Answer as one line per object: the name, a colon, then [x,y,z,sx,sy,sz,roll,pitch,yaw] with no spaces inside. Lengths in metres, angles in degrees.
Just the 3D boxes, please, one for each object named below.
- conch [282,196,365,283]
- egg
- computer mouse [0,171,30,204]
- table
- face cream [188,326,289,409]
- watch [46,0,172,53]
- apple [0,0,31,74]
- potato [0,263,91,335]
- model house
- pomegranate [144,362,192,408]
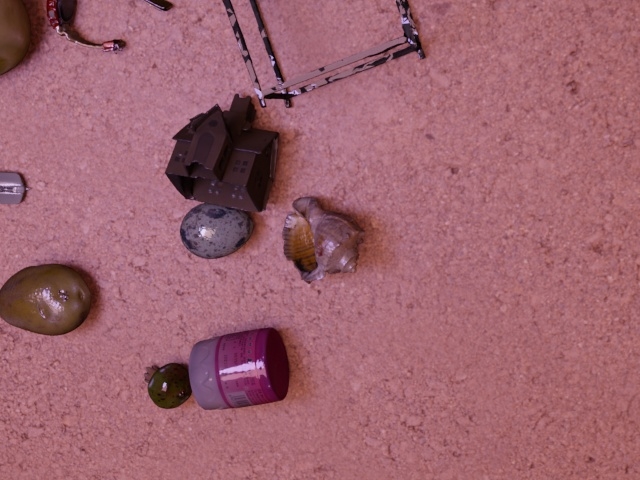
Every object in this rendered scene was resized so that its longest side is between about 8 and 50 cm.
conch: [0.000,0.000,1.576,0.178,0.163,0.245,-40,61,0]
egg: [-0.239,-0.025,1.626,0.172,0.132,0.133,-8,99,4]
computer mouse: [-0.818,-0.132,1.764,0.181,0.056,0.089,5,106,10]
table: [0.009,-0.455,1.446,0.334,0.222,0.273,-18,96,15]
face cream: [-0.189,0.304,1.657,0.194,0.175,0.175,-11,99,12]
watch: [-0.489,-0.515,1.612,0.268,0.102,0.165,21,111,-2]
apple: [-0.806,-0.497,1.598,0.295,0.233,0.258,-29,88,13]
potato: [-0.692,0.149,1.743,0.251,0.159,0.175,-6,76,21]
model house: [-0.206,-0.222,1.541,0.211,0.204,0.244,11,69,12]
pomegranate: [-0.384,0.353,1.750,0.142,0.114,0.115,21,106,37]
